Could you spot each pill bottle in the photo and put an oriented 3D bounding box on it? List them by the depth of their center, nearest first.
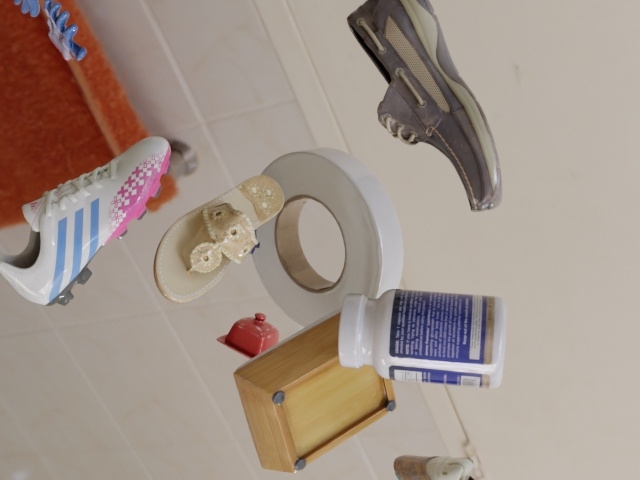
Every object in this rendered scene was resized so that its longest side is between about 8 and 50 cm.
[{"bbox_3d":[0.169,0.159,1.474,0.265,0.153,0.153,4,-148,9],"label":"pill bottle"}]

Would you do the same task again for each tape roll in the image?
[{"bbox_3d":[0.000,0.000,1.842,0.392,0.391,0.072,3,-165,44],"label":"tape roll"}]

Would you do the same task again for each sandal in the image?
[{"bbox_3d":[-0.105,-0.022,1.071,0.079,0.088,0.240,-32,-170,44],"label":"sandal"}]

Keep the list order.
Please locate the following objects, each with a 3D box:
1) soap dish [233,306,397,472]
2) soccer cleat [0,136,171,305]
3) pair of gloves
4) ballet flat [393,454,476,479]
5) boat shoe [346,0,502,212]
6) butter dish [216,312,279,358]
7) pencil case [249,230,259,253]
[{"bbox_3d":[0.002,0.271,1.623,0.291,0.228,0.118,-27,-148,-24],"label":"soap dish"},{"bbox_3d":[-0.370,-0.050,1.387,0.331,0.143,0.116,-53,-151,-6],"label":"soccer cleat"},{"bbox_3d":[-0.399,-0.332,1.264,0.023,0.198,0.159,-38,-176,-18],"label":"pair of gloves"},{"bbox_3d":[0.269,0.452,1.583,0.316,0.106,0.108,32,-150,30],"label":"ballet flat"},{"bbox_3d":[0.142,-0.190,1.246,0.130,0.355,0.132,-24,166,5],"label":"boat shoe"},{"bbox_3d":[-0.184,0.261,2.522,0.160,0.118,0.160,24,-167,22],"label":"butter dish"},{"bbox_3d":[-0.205,-0.006,1.846,0.152,0.064,0.070,2,-127,9],"label":"pencil case"}]
